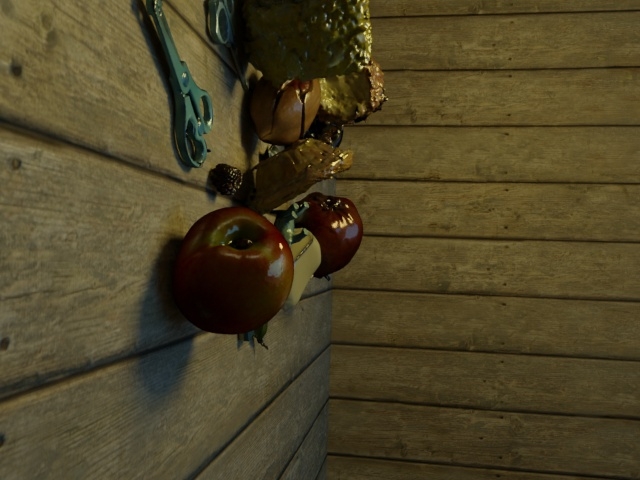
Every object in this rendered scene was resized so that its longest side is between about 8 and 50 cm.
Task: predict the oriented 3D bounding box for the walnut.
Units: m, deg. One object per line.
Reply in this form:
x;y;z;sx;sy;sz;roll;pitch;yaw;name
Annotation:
-0.111;-0.388;1.765;0.203;0.203;0.297;80;32;-53;walnut

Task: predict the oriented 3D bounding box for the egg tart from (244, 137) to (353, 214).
-0.075;-0.195;1.715;0.150;0.352;0.352;60;15;-8;egg tart

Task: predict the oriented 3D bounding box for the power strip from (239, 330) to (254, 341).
-0.213;0.220;1.717;0.056;0.032;0.123;-59;150;-73;power strip

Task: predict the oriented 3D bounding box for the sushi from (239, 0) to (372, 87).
-0.049;-0.603;1.621;0.396;0.351;0.240;-97;173;-46;sushi

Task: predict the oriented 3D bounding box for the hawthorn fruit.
-0.002;-0.019;2.236;0.325;0.308;0.308;-50;-159;42;hawthorn fruit

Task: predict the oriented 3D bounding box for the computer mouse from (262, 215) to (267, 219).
-0.185;0.051;1.692;0.331;0.095;0.197;-70;164;-63;computer mouse

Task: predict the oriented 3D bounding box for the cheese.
-0.096;0.092;1.994;0.266;0.127;0.233;-53;148;-40;cheese

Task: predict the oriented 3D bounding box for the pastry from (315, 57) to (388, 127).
0.024;-0.564;2.072;0.292;0.405;0.337;-57;-159;20;pastry

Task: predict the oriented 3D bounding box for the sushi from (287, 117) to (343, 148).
-0.015;-0.419;2.287;0.227;0.212;0.215;-75;164;-59;sushi

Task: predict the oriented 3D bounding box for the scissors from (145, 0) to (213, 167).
-0.278;-0.309;1.199;0.393;0.032;0.180;81;14;-55;scissors

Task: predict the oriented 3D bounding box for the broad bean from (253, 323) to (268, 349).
-0.164;0.190;1.821;0.075;0.067;0.325;-28;137;-66;broad bean

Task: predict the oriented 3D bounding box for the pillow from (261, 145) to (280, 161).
-0.152;-0.257;1.934;0.091;0.055;0.135;57;14;-10;pillow

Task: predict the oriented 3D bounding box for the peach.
-0.191;0.082;1.263;0.245;0.249;0.274;-36;152;-34;peach

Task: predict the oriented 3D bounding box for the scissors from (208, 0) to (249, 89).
-0.221;-0.503;1.540;0.360;0.029;0.191;73;19;-63;scissors

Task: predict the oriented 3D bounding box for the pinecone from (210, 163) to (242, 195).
-0.225;-0.144;1.454;0.077;0.077;0.083;-79;177;-45;pinecone

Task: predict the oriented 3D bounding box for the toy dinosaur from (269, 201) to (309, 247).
-0.099;-0.049;1.801;0.076;0.144;0.329;39;21;-36;toy dinosaur
